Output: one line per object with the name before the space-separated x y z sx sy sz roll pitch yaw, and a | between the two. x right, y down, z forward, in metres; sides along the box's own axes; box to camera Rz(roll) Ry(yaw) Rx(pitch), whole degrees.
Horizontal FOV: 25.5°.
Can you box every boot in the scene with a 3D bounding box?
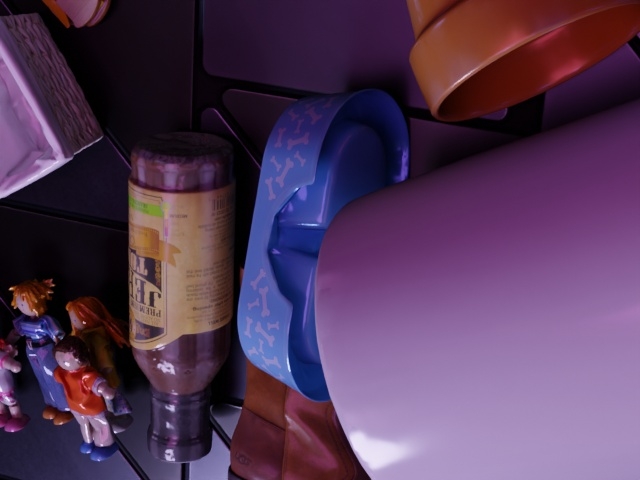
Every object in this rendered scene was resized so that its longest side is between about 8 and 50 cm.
boot | 0.034 0.165 1.460 0.264 0.096 0.280 10 100 23

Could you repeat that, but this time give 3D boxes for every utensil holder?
utensil holder | 0.233 0.053 1.183 0.385 0.327 0.327 -16 100 29

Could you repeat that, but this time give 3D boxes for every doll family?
doll family | -0.290 0.127 1.567 0.263 0.118 0.163 6 117 40

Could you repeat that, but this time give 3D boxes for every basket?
basket | -0.318 -0.146 1.475 0.113 0.103 0.167 -25 97 28

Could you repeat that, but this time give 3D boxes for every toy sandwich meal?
toy sandwich meal | -0.255 -0.256 1.452 0.085 0.029 0.085 7 110 21

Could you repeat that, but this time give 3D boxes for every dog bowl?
dog bowl | 0.000 0.000 1.339 0.074 0.166 0.297 12 95 32

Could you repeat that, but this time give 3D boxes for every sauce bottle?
sauce bottle | -0.144 0.064 1.466 0.111 0.111 0.344 9 109 20

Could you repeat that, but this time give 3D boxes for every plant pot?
plant pot | 0.150 -0.231 1.206 0.205 0.205 0.188 -30 78 28
